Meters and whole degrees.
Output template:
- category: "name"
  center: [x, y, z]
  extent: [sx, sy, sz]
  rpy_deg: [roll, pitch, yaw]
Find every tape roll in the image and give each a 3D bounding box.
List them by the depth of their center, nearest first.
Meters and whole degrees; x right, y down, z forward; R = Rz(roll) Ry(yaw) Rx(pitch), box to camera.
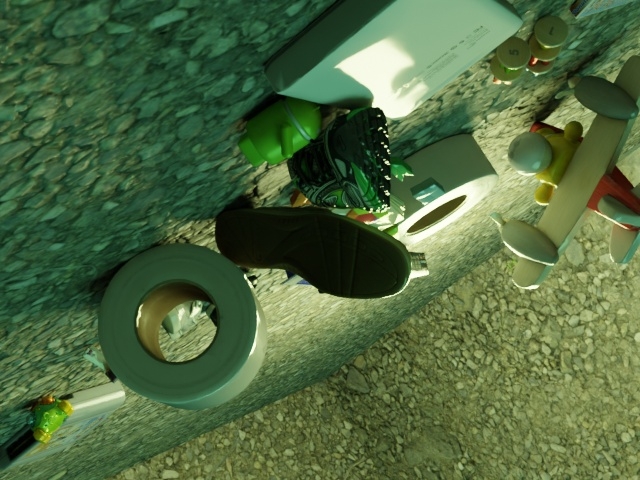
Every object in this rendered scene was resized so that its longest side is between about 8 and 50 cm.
- category: "tape roll"
  center: [-0.211, 0.140, 1.500]
  extent: [0.246, 0.246, 0.169]
  rpy_deg: [-29, 167, -4]
- category: "tape roll"
  center: [0.205, -0.088, 1.872]
  extent: [0.286, 0.100, 0.286]
  rpy_deg: [-29, 167, -7]

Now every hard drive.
- category: "hard drive"
  center: [0.107, -0.247, 1.200]
  extent: [0.233, 0.047, 0.353]
  rpy_deg: [-36, 166, 23]

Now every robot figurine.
- category: "robot figurine"
  center: [-0.048, -0.141, 1.207]
  extent: [0.115, 0.067, 0.101]
  rpy_deg: [-32, -165, 11]

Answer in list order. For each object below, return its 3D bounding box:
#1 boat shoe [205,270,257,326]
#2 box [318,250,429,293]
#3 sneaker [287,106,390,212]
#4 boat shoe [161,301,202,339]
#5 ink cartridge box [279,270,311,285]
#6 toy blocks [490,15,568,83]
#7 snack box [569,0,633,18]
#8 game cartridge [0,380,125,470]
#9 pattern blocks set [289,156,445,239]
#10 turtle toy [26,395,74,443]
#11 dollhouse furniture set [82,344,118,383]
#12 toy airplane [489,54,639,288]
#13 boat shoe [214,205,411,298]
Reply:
- category: "boat shoe"
  center: [-0.165, 0.127, 1.916]
  extent: [0.084, 0.079, 0.233]
  rpy_deg: [-21, 162, -28]
- category: "box"
  center: [0.109, 0.066, 1.962]
  extent: [0.175, 0.051, 0.220]
  rpy_deg: [-15, 173, 21]
- category: "sneaker"
  center: [0.025, -0.095, 1.336]
  extent: [0.146, 0.134, 0.343]
  rpy_deg: [-3, 172, 1]
- category: "boat shoe"
  center: [-0.257, 0.123, 1.725]
  extent: [0.081, 0.079, 0.227]
  rpy_deg: [-37, 173, -13]
- category: "ink cartridge box"
  center: [0.038, 0.032, 2.026]
  extent: [0.175, 0.069, 0.371]
  rpy_deg: [-33, 169, 14]
- category: "toy blocks"
  center: [0.323, -0.284, 1.513]
  extent: [0.123, 0.054, 0.148]
  rpy_deg: [-30, 167, -6]
- category: "snack box"
  center: [0.473, -0.394, 1.502]
  extent: [0.178, 0.022, 0.064]
  rpy_deg: [-22, 165, -32]
- category: "game cartridge"
  center: [-0.576, 0.414, 2.133]
  extent: [0.297, 0.062, 0.198]
  rpy_deg: [-38, 160, 29]
- category: "pattern blocks set"
  center: [0.044, -0.036, 1.664]
  extent: [0.324, 0.026, 0.285]
  rpy_deg: [-36, 145, 30]
- category: "turtle toy"
  center: [-0.555, 0.358, 1.933]
  extent: [0.095, 0.066, 0.130]
  rpy_deg: [-51, 176, -19]
- category: "dollhouse furniture set"
  center: [-0.395, 0.188, 1.789]
  extent: [0.114, 0.091, 0.081]
  rpy_deg: [-51, 126, -8]
- category: "toy airplane"
  center: [0.493, -0.126, 1.855]
  extent: [0.272, 0.386, 0.384]
  rpy_deg: [18, 158, -18]
- category: "boat shoe"
  center: [0.000, 0.000, 1.446]
  extent: [0.110, 0.341, 0.122]
  rpy_deg: [-23, 121, -52]
